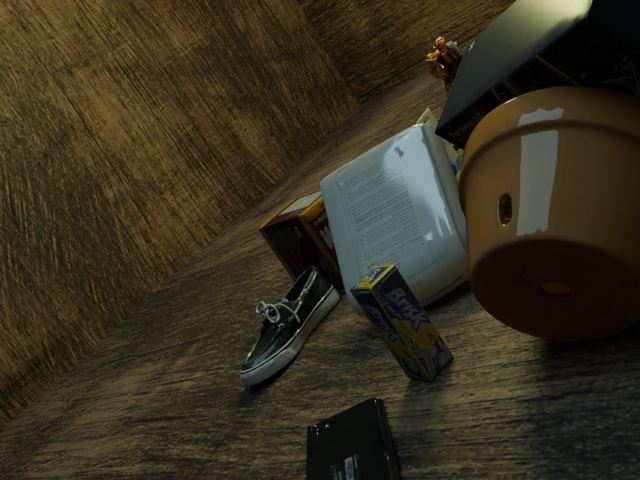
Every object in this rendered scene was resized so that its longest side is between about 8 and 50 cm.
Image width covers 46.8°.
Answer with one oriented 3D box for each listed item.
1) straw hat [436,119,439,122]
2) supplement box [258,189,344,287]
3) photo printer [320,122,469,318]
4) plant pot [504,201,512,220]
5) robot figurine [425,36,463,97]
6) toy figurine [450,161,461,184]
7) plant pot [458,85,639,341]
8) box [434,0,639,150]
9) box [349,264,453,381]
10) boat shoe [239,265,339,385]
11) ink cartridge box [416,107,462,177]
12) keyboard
[{"bbox_3d":[0.331,-0.263,2.055,0.144,0.144,0.061,-32,52,10],"label":"straw hat"},{"bbox_3d":[0.000,0.000,1.679,0.129,0.191,0.194,-42,15,-32],"label":"supplement box"},{"bbox_3d":[0.141,-0.023,1.325,0.256,0.107,0.307,-29,58,26],"label":"photo printer"},{"bbox_3d":[0.348,-0.094,1.372,0.134,0.134,0.095,-35,-11,0],"label":"plant pot"},{"bbox_3d":[0.372,-0.398,1.947,0.085,0.291,0.211,-34,13,2],"label":"robot figurine"},{"bbox_3d":[0.255,-0.136,1.496,0.191,0.217,0.362,-19,21,48],"label":"toy figurine"},{"bbox_3d":[0.302,-0.012,0.913,0.291,0.291,0.203,-21,37,44],"label":"plant pot"},{"bbox_3d":[0.385,-0.199,0.999,0.178,0.313,0.343,-66,12,-22],"label":"box"},{"bbox_3d":[0.117,0.118,1.059,0.059,0.169,0.054,-42,16,-28],"label":"box"},{"bbox_3d":[-0.075,0.162,1.490,0.113,0.105,0.306,-17,22,51],"label":"boat shoe"},{"bbox_3d":[0.273,-0.220,1.811,0.060,0.180,0.104,-24,17,36],"label":"ink cartridge box"},{"bbox_3d":[0.007,0.317,0.938,0.202,0.033,0.317,-26,14,7],"label":"keyboard"}]
